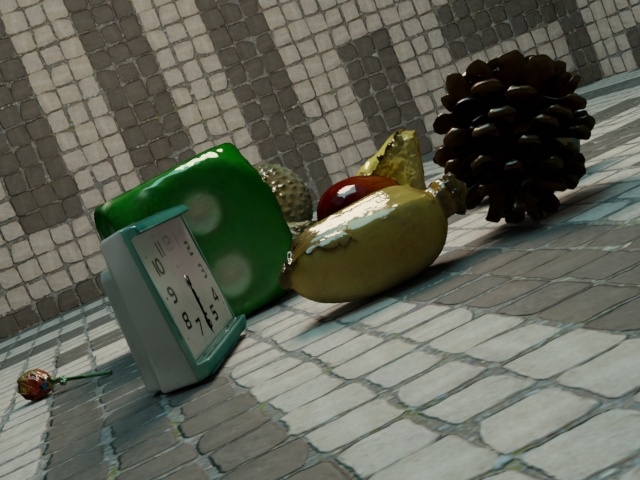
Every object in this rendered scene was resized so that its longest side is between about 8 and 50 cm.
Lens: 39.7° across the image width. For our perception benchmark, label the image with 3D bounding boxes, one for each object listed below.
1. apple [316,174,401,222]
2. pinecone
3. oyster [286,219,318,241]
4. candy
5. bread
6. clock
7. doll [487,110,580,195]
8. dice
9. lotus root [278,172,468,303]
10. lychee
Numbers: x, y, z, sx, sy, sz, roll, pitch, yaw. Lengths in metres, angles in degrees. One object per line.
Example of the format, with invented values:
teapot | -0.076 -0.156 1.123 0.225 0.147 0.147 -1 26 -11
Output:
apple | 0.085 -0.049 1.626 0.158 0.147 0.156 -36 36 -15
pinecone | 0.285 -0.143 1.343 0.264 0.264 0.264 -22 6 2
oyster | -0.061 -0.008 2.151 0.199 0.087 0.252 -30 -6 28
candy | -0.454 0.248 1.581 0.200 0.061 0.060 -12 10 22
bread | 0.156 -0.116 1.957 0.262 0.162 0.204 -56 2 14
clock | -0.221 0.081 1.277 0.116 0.231 0.262 -26 6 8
doll | 0.354 -0.169 1.681 0.176 0.162 0.260 -4 -1 -26
dice | -0.228 0.008 1.637 0.287 0.300 0.297 -29 9 -22
lotus root | 0.079 0.008 1.276 0.303 0.131 0.146 -26 30 -12
lychee | -0.150 -0.079 2.330 0.255 0.256 0.274 -18 -8 41
